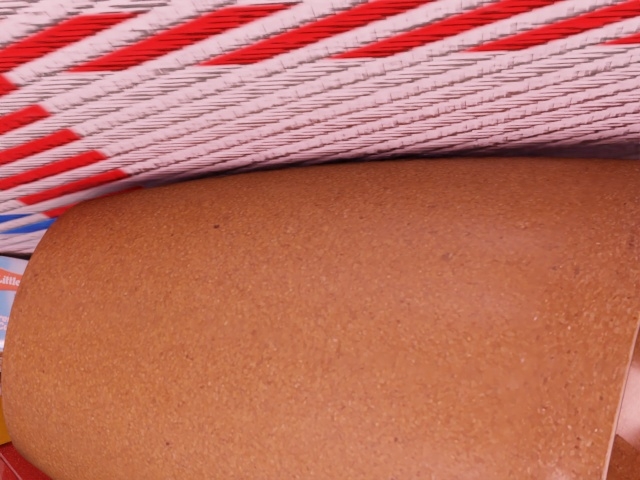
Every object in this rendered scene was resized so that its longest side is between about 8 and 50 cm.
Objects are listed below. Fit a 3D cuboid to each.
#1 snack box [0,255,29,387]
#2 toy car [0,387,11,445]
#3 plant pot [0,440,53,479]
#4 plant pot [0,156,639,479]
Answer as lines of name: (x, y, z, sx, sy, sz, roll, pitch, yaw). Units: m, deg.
snack box: (-0.063, 0.076, 1.002, 0.322, 0.060, 0.187, 9, 166, -7)
toy car: (-0.359, 0.169, 1.634, 0.182, 0.159, 0.136, -4, -152, 13)
plant pot: (-0.100, 0.290, 1.385, 0.235, 0.267, 0.267, -26, -138, -25)
plant pot: (0.007, 0.064, 0.659, 0.254, 0.237, 0.237, 11, 176, 16)
